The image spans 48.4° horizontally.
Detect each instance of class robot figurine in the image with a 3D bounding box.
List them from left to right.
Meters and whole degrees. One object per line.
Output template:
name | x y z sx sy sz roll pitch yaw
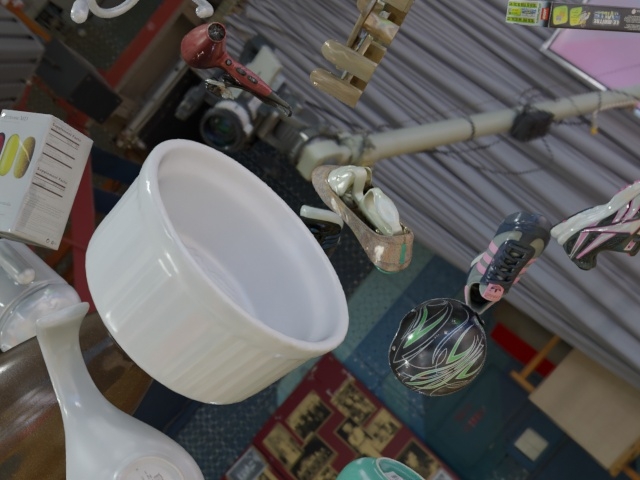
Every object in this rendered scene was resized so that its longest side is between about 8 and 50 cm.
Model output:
robot figurine | -0.681 0.134 1.605 0.200 0.353 0.300 -40 -23 -37

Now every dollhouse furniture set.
dollhouse furniture set | 0.058 -0.386 1.156 0.212 0.161 0.242 -62 3 -29

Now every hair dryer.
hair dryer | -0.174 -0.357 1.431 0.080 0.224 0.293 -69 -20 -8

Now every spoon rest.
spoon rest | -0.211 0.203 0.725 0.137 0.276 0.084 -21 -12 -37

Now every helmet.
helmet | 0.211 0.197 1.278 0.169 0.169 0.161 -63 -4 38

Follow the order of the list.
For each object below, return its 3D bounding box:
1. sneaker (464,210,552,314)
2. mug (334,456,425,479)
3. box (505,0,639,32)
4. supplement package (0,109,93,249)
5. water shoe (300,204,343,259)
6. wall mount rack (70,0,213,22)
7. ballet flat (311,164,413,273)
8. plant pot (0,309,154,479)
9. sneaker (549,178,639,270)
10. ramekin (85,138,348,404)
sneaker | 0.394 0.059 1.508 0.319 0.112 0.131 105 -174 -61
mug | 0.082 0.305 0.780 0.097 0.158 0.129 -62 16 6
box | 0.400 -0.337 1.072 0.207 0.114 0.036 -3 -70 -18
supplement package | -0.585 -0.122 1.435 0.134 0.139 0.244 38 -116 -64
water shoe | 0.000 0.000 1.255 0.203 0.073 0.080 64 -139 -72
wall mount rack | -0.194 -0.393 0.875 0.350 0.130 0.304 -53 -10 28
ballet flat | 0.085 -0.076 1.365 0.107 0.316 0.106 -19 -39 -25
plant pot | -0.331 0.198 0.937 0.230 0.215 0.215 -40 -15 5
sneaker | 0.381 -0.022 0.874 0.178 0.077 0.072 -34 -16 32
ramekin | -0.112 0.038 0.763 0.135 0.277 0.277 -40 -12 20
